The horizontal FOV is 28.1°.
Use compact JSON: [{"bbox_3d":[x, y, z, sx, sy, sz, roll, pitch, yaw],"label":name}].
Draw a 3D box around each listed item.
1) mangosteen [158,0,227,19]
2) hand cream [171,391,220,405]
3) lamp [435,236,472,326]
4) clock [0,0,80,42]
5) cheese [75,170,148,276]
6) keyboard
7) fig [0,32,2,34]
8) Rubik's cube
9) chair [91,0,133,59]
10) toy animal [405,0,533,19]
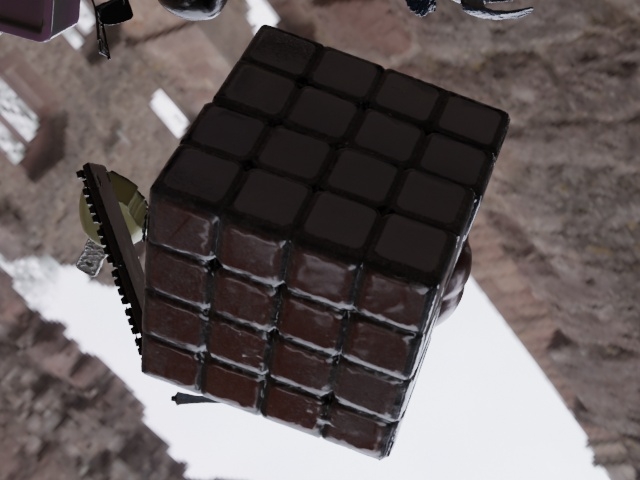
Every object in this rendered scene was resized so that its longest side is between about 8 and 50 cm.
[{"bbox_3d":[-0.204,-0.429,2.036,0.137,0.151,0.137,10,-151,-5],"label":"mangosteen"},{"bbox_3d":[-0.147,0.207,1.657,0.030,0.093,0.019,145,-51,-79],"label":"hand cream"},{"bbox_3d":[0.098,0.018,2.028,0.303,0.303,0.257,3,-165,45],"label":"lamp"},{"bbox_3d":[-0.322,-0.285,1.207,0.197,0.150,0.063,17,-153,13],"label":"clock"},{"bbox_3d":[-0.353,-0.013,2.113,0.255,0.127,0.050,-55,-172,50],"label":"cheese"},{"bbox_3d":[-0.282,0.040,1.851,0.027,0.317,0.106,-19,178,7],"label":"keyboard"},{"bbox_3d":[-0.530,-0.344,1.573,0.343,0.343,0.343,-25,-143,21],"label":"fig"},{"bbox_3d":[0.000,0.000,1.560,0.344,0.344,0.337,21,-133,6],"label":"Rubik's cube"},{"bbox_3d":[-0.214,-0.231,1.313,0.042,0.037,0.086,-15,-119,0],"label":"chair"},{"bbox_3d":[0.258,-0.459,2.338,0.176,0.255,0.239,-55,-133,8],"label":"toy animal"}]
